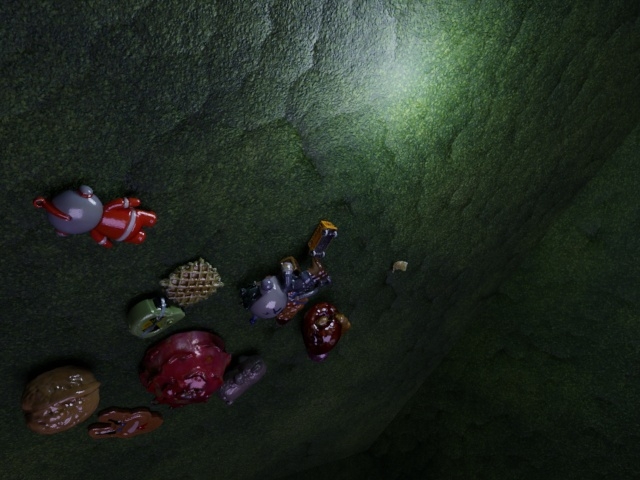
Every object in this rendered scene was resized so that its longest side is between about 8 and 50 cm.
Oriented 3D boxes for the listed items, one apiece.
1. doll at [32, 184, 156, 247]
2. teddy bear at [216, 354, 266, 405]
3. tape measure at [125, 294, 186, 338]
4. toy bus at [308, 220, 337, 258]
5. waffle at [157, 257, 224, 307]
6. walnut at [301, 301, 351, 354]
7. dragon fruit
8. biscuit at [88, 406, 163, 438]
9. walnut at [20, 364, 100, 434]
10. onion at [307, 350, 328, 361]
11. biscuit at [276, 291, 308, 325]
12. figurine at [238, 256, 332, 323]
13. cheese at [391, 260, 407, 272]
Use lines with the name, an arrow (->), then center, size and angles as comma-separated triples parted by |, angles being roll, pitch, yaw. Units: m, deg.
doll -> -0.665, -0.071, 1.266 | 0.200, 0.105, 0.336 | -50, 145, 18
teddy bear -> -0.391, 0.663, 2.078 | 0.267, 0.151, 0.236 | -41, 177, -13
tape measure -> -0.637, 0.286, 1.610 | 0.200, 0.106, 0.175 | -32, 150, -6
toy bus -> 0.000, 0.000, 1.802 | 0.069, 0.074, 0.162 | 7, 122, -45
waffle -> -0.487, 0.166, 1.631 | 0.207, 0.054, 0.214 | -34, 138, -13
walnut -> 0.026, 0.442, 2.136 | 0.243, 0.222, 0.269 | -12, 149, -15
dragon fruit -> -0.566, 0.581, 1.844 | 0.371, 0.249, 0.386 | -41, 137, 13
biscuit -> -0.902, 0.861, 2.010 | 0.202, 0.047, 0.333 | -49, 138, 14
walnut -> -0.954, 0.583, 1.585 | 0.257, 0.225, 0.257 | -18, 175, -2
onion -> -0.013, 0.612, 2.357 | 0.115, 0.104, 0.115 | 2, 106, 6
biscuit -> -0.146, 0.306, 2.022 | 0.183, 0.043, 0.280 | 3, 123, -33
figurine -> -0.163, 0.191, 1.785 | 0.381, 0.186, 0.261 | -32, 149, 3
cheese -> 0.412, 0.136, 2.238 | 0.084, 0.041, 0.060 | -6, 126, -9
